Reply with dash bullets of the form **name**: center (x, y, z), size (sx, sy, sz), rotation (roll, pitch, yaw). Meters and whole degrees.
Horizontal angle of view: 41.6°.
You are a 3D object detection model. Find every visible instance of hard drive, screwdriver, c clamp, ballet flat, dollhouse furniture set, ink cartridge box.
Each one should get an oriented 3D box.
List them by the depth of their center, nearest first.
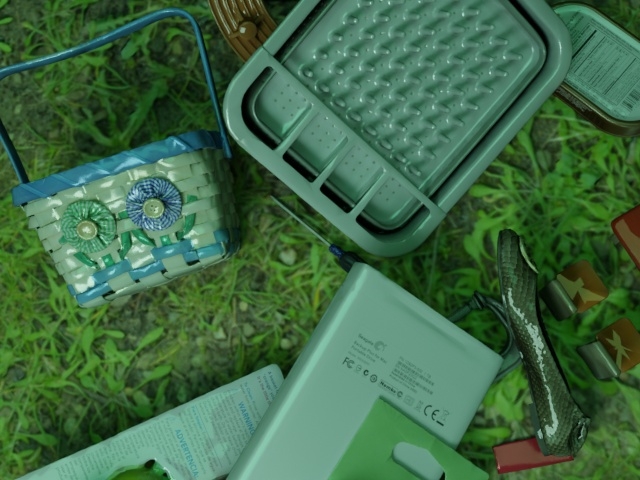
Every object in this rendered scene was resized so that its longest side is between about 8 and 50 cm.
- **ink cartridge box**: center (0.064, 0.302, 0.835), size (0.171, 0.056, 0.235), rotation (37, 81, -19)
- **hard drive**: center (0.040, 0.205, 0.869), size (0.203, 0.040, 0.307), rotation (35, 81, -20)
- **dollhouse furniture set**: center (0.405, 0.069, 0.870), size (0.262, 0.135, 0.259), rotation (-32, 78, 1)
- **ballet flat**: center (0.237, 0.106, 0.899), size (0.058, 0.084, 0.250), rotation (-14, 86, 24)
- **c clamp**: center (0.147, 0.113, 0.954), size (0.161, 0.022, 0.137), rotation (-28, 79, 1)
- **screwdriver**: center (0.000, 0.000, 0.995), size (0.170, 0.024, 0.025), rotation (36, 58, 14)

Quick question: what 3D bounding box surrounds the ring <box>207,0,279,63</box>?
- **ring**: center (0.035, -0.311, 0.937), size (0.337, 0.032, 0.336), rotation (-3, 118, -6)

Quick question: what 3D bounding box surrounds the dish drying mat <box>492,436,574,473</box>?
- **dish drying mat**: center (0.234, 0.234, 0.929), size (0.083, 0.008, 0.032), rotation (-12, 78, 5)

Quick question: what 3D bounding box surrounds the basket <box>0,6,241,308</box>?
- **basket**: center (-0.215, -0.090, 0.946), size (0.255, 0.201, 0.289), rotation (-21, 88, 5)

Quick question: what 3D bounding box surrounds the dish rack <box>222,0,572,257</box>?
- **dish rack**: center (0.084, -0.178, 0.927), size (0.285, 0.072, 0.333), rotation (39, 95, -21)

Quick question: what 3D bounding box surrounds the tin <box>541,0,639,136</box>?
- **tin**: center (0.324, -0.202, 0.981), size (0.190, 0.040, 0.106), rotation (40, 83, 12)

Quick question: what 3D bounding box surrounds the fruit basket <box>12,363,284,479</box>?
- **fruit basket**: center (-0.144, 0.350, 0.904), size (0.353, 0.165, 0.327), rotation (-23, 85, -18)
